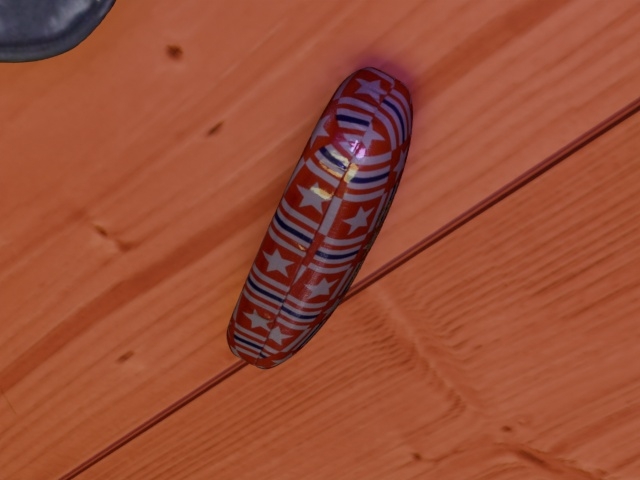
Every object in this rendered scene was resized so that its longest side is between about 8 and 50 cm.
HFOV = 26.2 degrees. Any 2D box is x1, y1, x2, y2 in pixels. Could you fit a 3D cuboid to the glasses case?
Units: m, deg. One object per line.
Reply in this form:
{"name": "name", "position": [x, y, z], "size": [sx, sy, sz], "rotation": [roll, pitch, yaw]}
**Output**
{"name": "glasses case", "position": [0.000, 0.000, 0.691], "size": [0.049, 0.073, 0.194], "rotation": [28, 138, 2]}

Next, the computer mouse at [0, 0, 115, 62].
{"name": "computer mouse", "position": [-0.087, -0.209, 0.511], "size": [0.167, 0.090, 0.379], "rotation": [35, 129, -22]}
